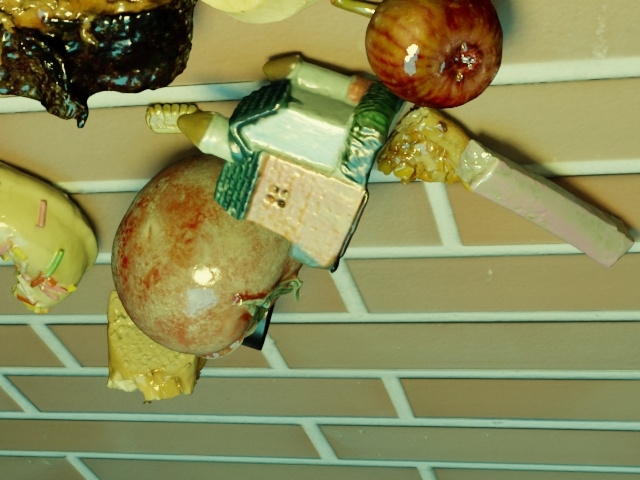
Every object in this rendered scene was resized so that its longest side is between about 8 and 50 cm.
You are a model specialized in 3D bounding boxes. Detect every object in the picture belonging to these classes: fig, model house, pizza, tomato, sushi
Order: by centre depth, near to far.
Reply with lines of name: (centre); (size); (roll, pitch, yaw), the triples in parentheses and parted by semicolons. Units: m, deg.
sushi: (-0.319, -0.279, 1.589); (0.348, 0.234, 0.207); (-2, 149, -13)
fig: (0.128, -0.260, 1.620); (0.175, 0.207, 0.175); (-10, 119, -20)
model house: (-0.053, -0.133, 1.781); (0.291, 0.184, 0.253); (21, 120, -6)
pizza: (0.149, -0.125, 1.888); (0.161, 0.062, 0.182); (-3, 147, 20)
tomato: (-0.161, 0.021, 1.962); (0.282, 0.317, 0.317); (39, 147, 7)

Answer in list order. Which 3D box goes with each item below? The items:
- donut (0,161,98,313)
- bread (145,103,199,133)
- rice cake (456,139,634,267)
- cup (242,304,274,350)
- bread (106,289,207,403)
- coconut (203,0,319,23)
donut: (-0.553, -0.009, 2.169); (0.371, 0.150, 0.307); (22, 146, -18)
bread: (-0.216, -0.182, 1.917); (0.088, 0.034, 0.049); (-2, 133, 10)
rice cake: (0.342, -0.049, 1.922); (0.365, 0.056, 0.073); (27, 112, -35)
cup: (-0.166, 0.086, 2.185); (0.177, 0.166, 0.239); (15, 178, 1)
bread: (-0.313, 0.241, 2.452); (0.183, 0.211, 0.224); (0, 143, 1)
coconut: (-0.047, -0.362, 1.427); (0.241, 0.241, 0.241); (7, 148, 4)
